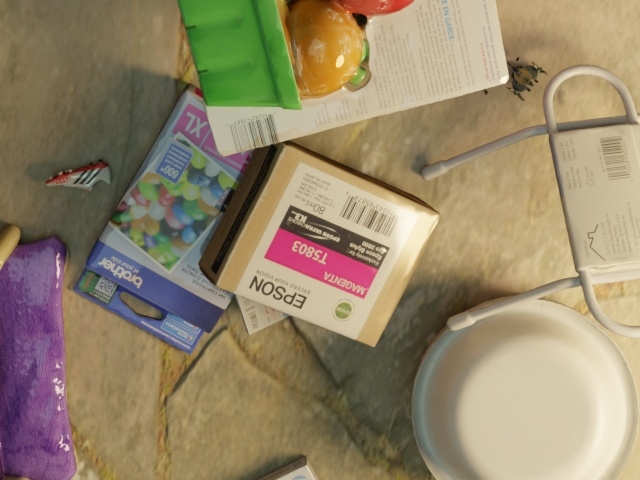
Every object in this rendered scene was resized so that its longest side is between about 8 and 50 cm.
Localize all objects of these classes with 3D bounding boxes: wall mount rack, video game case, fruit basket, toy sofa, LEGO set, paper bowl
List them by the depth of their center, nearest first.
[{"bbox_3d":[0.012,-0.290,1.559,0.353,0.165,0.327,-17,112,-5],"label":"fruit basket"},{"bbox_3d":[0.292,-0.028,1.685,0.304,0.130,0.350,-7,70,-3],"label":"wall mount rack"},{"bbox_3d":[0.243,-0.204,1.737,0.083,0.023,0.054,11,97,10],"label":"LEGO set"},{"bbox_3d":[-0.407,0.171,1.739,0.177,0.150,0.362,0,104,-1],"label":"toy sofa"},{"bbox_3d":[0.255,0.213,1.742,0.284,0.148,0.284,0,90,4],"label":"paper bowl"},{"bbox_3d":[-0.049,0.060,1.764,0.122,0.011,0.087,-25,124,-14],"label":"video game case"}]

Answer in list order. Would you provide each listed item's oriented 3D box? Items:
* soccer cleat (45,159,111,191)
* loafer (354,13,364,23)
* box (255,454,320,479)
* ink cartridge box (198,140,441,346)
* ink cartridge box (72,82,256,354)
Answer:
[{"bbox_3d":[-0.303,-0.075,1.743,0.083,0.029,0.035,-17,100,-3],"label":"soccer cleat"},{"bbox_3d":[-0.053,-0.341,1.653,0.267,0.096,0.084,38,106,-13],"label":"loafer"},{"bbox_3d":[-0.069,0.394,1.868,0.186,0.038,0.145,-26,104,3],"label":"box"},{"bbox_3d":[0.000,0.000,1.695,0.235,0.088,0.193,22,98,-24],"label":"ink cartridge box"},{"bbox_3d":[-0.165,-0.017,1.748,0.186,0.065,0.311,30,103,-9],"label":"ink cartridge box"}]
